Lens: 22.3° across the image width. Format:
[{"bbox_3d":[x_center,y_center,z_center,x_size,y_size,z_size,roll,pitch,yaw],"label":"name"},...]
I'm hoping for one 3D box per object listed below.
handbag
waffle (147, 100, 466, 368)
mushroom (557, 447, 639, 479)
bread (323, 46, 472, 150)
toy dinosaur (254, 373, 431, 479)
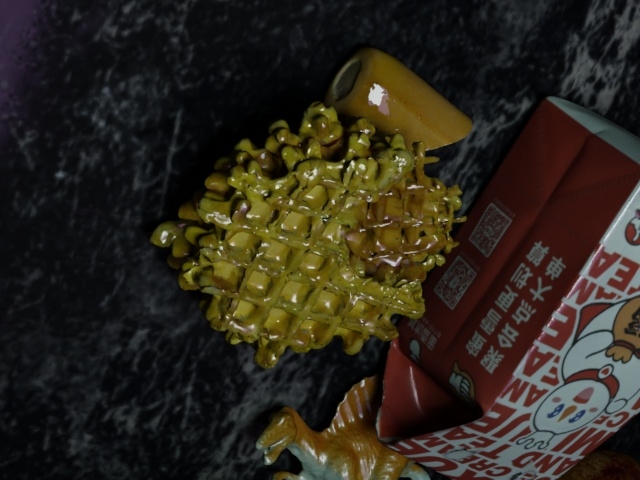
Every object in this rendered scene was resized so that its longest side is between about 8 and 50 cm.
[{"bbox_3d":[0.180,0.065,1.206,0.171,0.151,0.298,23,103,-35],"label":"handbag"},{"bbox_3d":[0.000,0.000,1.108,0.197,0.070,0.193,-34,130,13],"label":"waffle"},{"bbox_3d":[0.204,0.282,1.285,0.227,0.217,0.148,-33,124,-9],"label":"mushroom"},{"bbox_3d":[0.053,-0.086,1.128,0.103,0.049,0.062,34,96,-33],"label":"bread"},{"bbox_3d":[0.049,0.154,1.255,0.212,0.057,0.142,-33,109,-30],"label":"toy dinosaur"}]
